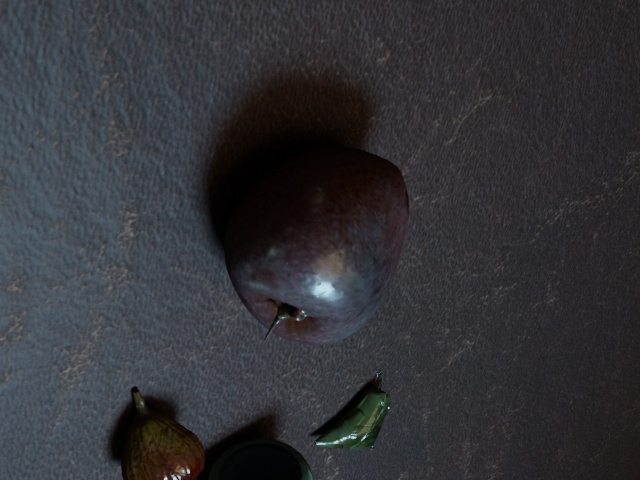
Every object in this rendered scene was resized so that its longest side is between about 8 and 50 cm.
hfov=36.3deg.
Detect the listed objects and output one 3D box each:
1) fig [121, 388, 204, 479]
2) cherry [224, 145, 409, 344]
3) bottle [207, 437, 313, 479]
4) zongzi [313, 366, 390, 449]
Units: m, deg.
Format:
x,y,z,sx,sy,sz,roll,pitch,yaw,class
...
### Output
x,y,z,sx,sy,sz,roll,pitch,yaw,class
-0.223,0.292,1.371,0.119,0.119,0.153,-24,135,-31,fig
0.000,0.000,1.287,0.307,0.221,0.261,-52,153,-22,cherry
-0.104,0.489,1.616,0.168,0.168,0.347,-25,140,-30,bottle
0.062,0.298,1.721,0.130,0.062,0.154,11,105,-36,zongzi
